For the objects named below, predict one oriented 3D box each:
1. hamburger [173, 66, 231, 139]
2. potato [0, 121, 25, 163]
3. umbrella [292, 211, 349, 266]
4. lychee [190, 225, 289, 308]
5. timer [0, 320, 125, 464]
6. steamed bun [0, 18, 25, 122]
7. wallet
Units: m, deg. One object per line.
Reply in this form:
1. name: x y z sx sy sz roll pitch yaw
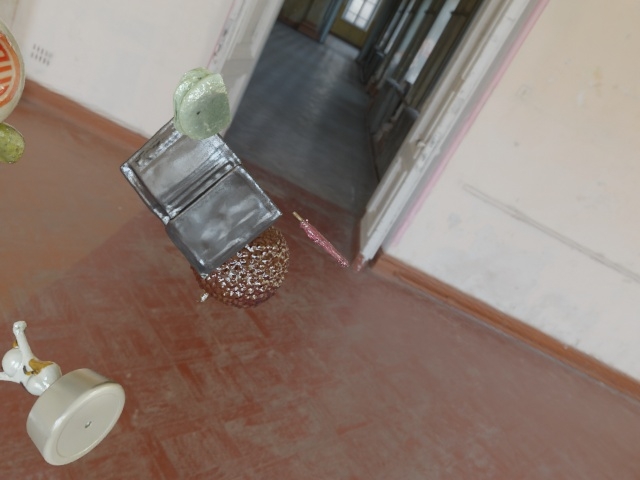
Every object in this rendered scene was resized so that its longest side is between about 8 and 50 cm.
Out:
1. hamburger: -0.186 -0.199 0.829 0.084 0.121 0.054 -40 67 -19
2. potato: -0.977 -0.307 1.669 0.085 0.105 0.188 24 -16 2
3. umbrella: 0.000 0.000 1.134 0.165 0.025 0.027 44 -8 -14
4. lychee: -0.230 0.067 1.511 0.264 0.300 0.264 49 6 -7
5. timer: -0.538 0.283 1.058 0.266 0.175 0.175 30 22 21
6. steamed bun: -0.731 -0.354 1.092 0.177 0.283 0.283 11 13 29
7. wallet: -0.273 -0.108 1.209 0.323 0.247 0.041 52 12 0
